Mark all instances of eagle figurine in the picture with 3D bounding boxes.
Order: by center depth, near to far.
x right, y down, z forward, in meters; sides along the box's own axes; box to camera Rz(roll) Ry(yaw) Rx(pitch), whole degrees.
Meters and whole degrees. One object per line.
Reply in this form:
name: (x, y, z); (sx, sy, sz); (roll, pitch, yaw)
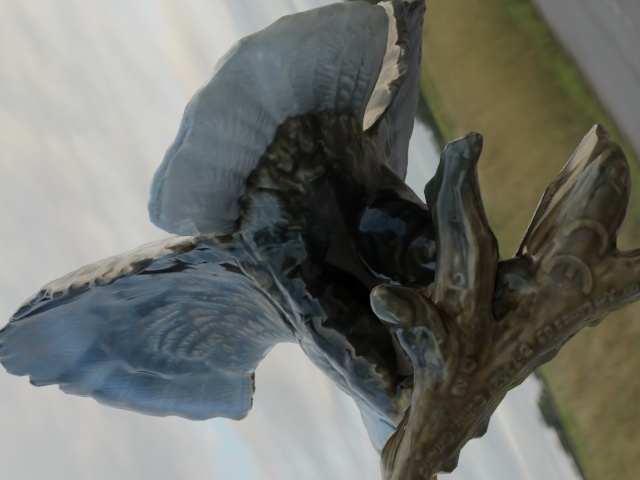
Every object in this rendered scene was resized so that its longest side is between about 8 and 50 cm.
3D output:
eagle figurine: (0.000, 0.011, 0.642); (0.298, 0.226, 0.225); (30, 112, 61)
